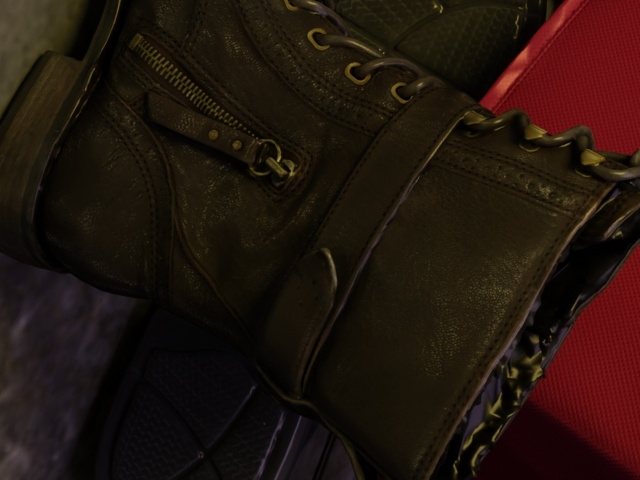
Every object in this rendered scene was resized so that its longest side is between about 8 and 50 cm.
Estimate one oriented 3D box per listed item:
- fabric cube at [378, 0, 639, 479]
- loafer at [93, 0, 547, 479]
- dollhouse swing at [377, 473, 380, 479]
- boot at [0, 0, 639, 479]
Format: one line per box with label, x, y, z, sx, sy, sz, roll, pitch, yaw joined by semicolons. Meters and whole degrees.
fabric cube;0.191;0.046;0.767;0.254;0.258;0.259;-51;158;-17
loafer;0.000;0.000;0.803;0.302;0.109;0.095;-60;169;0
dollhouse swing;0.260;0.135;1.088;0.347;0.305;0.315;12;100;-60
boot;0.018;-0.051;0.644;0.263;0.229;0.091;-64;150;-4
